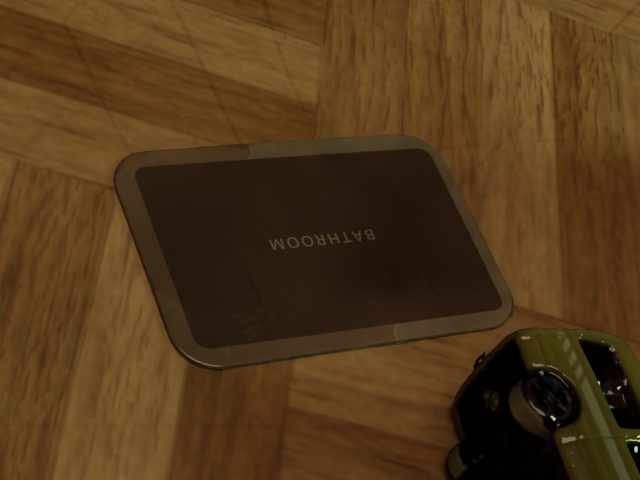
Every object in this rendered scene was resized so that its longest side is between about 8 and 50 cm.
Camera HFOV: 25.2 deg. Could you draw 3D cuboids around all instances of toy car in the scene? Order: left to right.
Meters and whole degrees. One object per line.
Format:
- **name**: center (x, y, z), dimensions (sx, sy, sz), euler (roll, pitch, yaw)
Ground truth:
- **toy car**: center (0.173, 0.178, 0.865), dimensions (0.124, 0.101, 0.257), euler (1, 53, -29)

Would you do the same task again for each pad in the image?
- **pad**: center (0.000, 0.000, 0.989), dimensions (0.266, 0.002, 0.176), euler (-6, 58, -29)
